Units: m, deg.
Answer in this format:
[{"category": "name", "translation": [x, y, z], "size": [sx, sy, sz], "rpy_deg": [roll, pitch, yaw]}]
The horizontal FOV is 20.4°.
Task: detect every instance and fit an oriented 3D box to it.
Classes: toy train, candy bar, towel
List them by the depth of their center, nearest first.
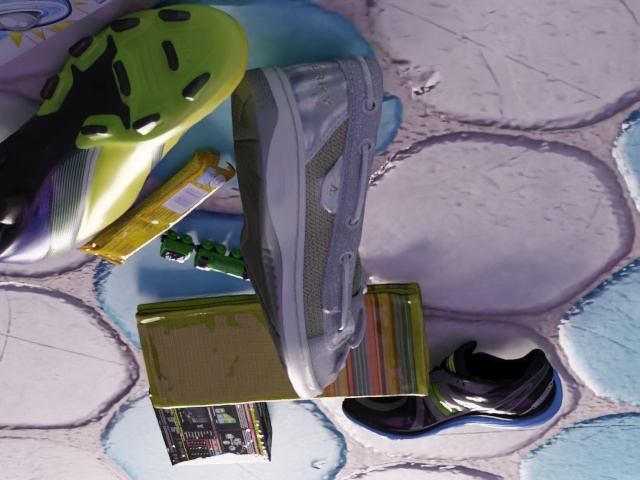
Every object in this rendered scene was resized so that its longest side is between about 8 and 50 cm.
[{"category": "candy bar", "translation": [-0.126, -0.022, 1.363], "size": [0.040, 0.018, 0.161], "rpy_deg": [26, 135, -32]}, {"category": "toy train", "translation": [-0.088, 0.013, 1.400], "size": [0.083, 0.023, 0.017], "rpy_deg": [17, 139, -17]}, {"category": "towel", "translation": [-0.030, 0.091, 1.464], "size": [0.237, 0.021, 0.102], "rpy_deg": [-4, 114, 8]}]

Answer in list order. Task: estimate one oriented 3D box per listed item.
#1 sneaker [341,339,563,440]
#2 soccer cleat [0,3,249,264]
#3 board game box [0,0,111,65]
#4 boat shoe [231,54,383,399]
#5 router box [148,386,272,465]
[{"category": "sneaker", "translation": [0.110, 0.122, 1.509], "size": [0.188, 0.067, 0.078], "rpy_deg": [-7, 119, 13]}, {"category": "soccer cleat", "translation": [-0.146, -0.076, 1.264], "size": [0.289, 0.093, 0.121], "rpy_deg": [-36, 159, 31]}, {"category": "board game box", "translation": [-0.243, -0.172, 1.168], "size": [0.201, 0.035, 0.136], "rpy_deg": [-25, 134, 29]}, {"category": "boat shoe", "translation": [-0.001, -0.003, 1.311], "size": [0.103, 0.118, 0.320], "rpy_deg": [-14, 135, -9]}, {"category": "router box", "translation": [-0.095, 0.150, 1.558], "size": [0.092, 0.038, 0.122], "rpy_deg": [-2, 141, 6]}]
